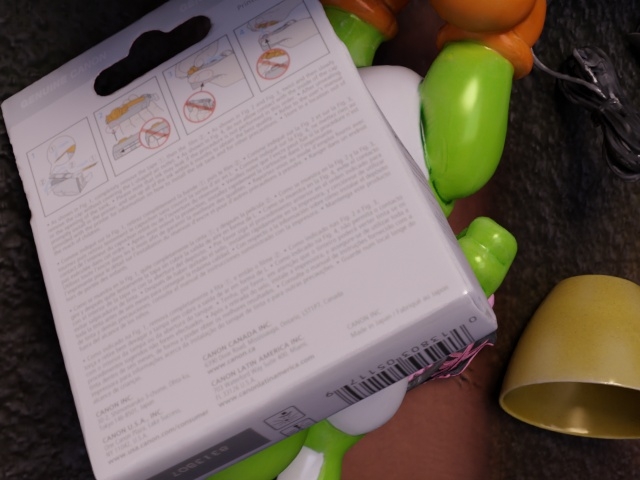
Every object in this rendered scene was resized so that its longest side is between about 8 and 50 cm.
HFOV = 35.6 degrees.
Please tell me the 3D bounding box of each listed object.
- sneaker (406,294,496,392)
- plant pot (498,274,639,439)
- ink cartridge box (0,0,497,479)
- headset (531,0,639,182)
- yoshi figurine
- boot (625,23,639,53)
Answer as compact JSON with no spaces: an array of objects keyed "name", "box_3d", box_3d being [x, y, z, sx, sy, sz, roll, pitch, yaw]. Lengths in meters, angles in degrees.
[{"name":"sneaker","box_3d":[0.082,0.083,0.709,0.119,0.047,0.057,-35,127,-18]},{"name":"plant pot","box_3d":[0.204,0.082,0.737,0.134,0.134,0.095,27,61,-31]},{"name":"ink cartridge box","box_3d":[-0.047,-0.016,0.497,0.189,0.232,0.066,-28,146,8]},{"name":"headset","box_3d":[0.217,-0.224,0.575,0.244,0.185,0.394,-5,141,-14]},{"name":"yoshi figurine","box_3d":[-0.006,0.001,0.564,0.203,0.203,0.362,15,95,-16]},{"name":"boot","box_3d":[0.338,-0.179,0.782,0.137,0.077,0.198,44,77,-24]}]
